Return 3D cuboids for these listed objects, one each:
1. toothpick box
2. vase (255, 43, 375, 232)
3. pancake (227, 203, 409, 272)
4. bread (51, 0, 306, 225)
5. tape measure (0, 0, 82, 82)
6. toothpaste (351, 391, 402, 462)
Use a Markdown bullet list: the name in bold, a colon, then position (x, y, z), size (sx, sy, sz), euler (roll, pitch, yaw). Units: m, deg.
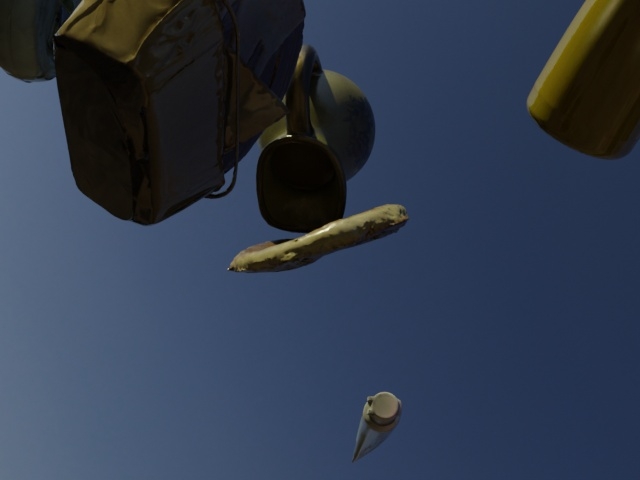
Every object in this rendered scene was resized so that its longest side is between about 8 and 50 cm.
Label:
- **toothpick box**: position (0.432, -0.269, 1.307), size (0.175, 0.175, 0.271), euler (40, -56, 24)
- **vase**: position (-0.024, -0.220, 1.753), size (0.241, 0.302, 0.329), euler (2, -51, 11)
- **pancake**: position (0.001, 0.002, 1.595), size (0.356, 0.356, 0.065), euler (-18, -89, 52)
- **bread**: position (-0.100, -0.130, 0.710), size (0.142, 0.212, 0.224), euler (31, -37, 18)
- **tape measure**: position (-0.357, -0.284, 1.052), size (0.330, 0.084, 0.163), euler (47, 47, -86)
- **toothpaste**: position (0.083, 0.278, 1.339), size (0.314, 0.058, 0.055), euler (95, -6, -67)
